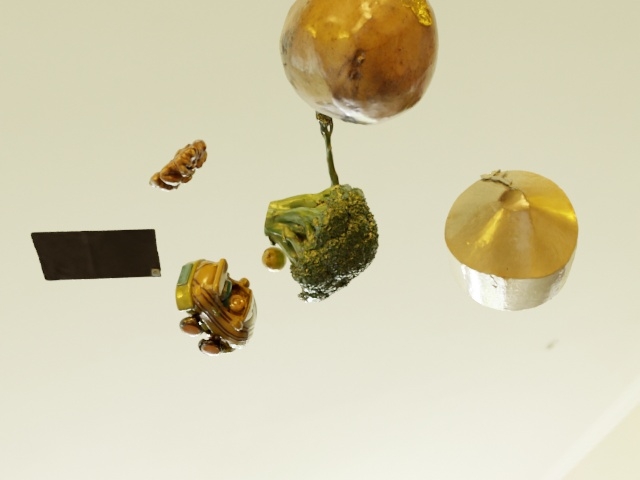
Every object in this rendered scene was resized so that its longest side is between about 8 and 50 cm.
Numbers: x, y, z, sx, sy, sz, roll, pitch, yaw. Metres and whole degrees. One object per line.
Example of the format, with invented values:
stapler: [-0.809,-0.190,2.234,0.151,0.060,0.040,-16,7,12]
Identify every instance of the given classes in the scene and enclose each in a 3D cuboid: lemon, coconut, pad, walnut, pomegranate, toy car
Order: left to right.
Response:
pad: [-0.357,0.024,1.188,0.193,0.004,0.116,-1,-45,-6]
walnut: [-0.328,-0.173,1.742,0.142,0.170,0.069,-26,-71,37]
toy car: [-0.224,0.148,1.711,0.142,0.201,0.248,-13,-44,22]
lemon: [-0.112,0.047,1.800,0.062,0.062,0.083,-33,-26,5]
pomegranate: [0.071,-0.339,1.277,0.281,0.281,0.281,-19,-36,-14]
coconut: [0.431,-0.001,1.676,0.322,0.323,0.323,-19,-36,-14]

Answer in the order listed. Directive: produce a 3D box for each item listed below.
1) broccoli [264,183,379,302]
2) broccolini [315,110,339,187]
broccoli: [0.000,0.000,1.714,0.275,0.308,0.308,13,-39,8]
broccolini: [0.030,-0.232,1.832,0.071,0.057,0.255,-29,-62,-29]
